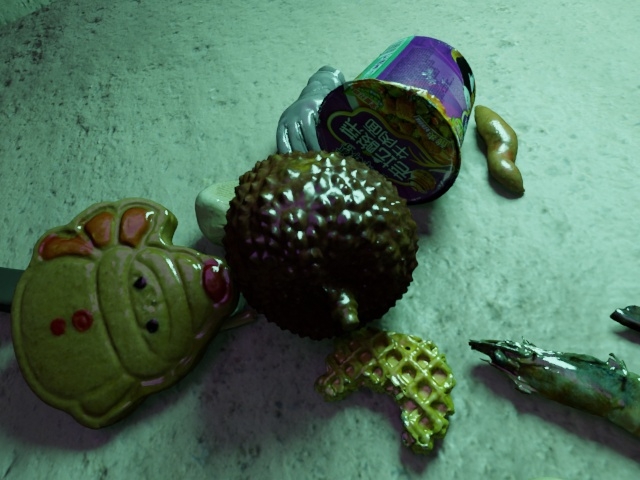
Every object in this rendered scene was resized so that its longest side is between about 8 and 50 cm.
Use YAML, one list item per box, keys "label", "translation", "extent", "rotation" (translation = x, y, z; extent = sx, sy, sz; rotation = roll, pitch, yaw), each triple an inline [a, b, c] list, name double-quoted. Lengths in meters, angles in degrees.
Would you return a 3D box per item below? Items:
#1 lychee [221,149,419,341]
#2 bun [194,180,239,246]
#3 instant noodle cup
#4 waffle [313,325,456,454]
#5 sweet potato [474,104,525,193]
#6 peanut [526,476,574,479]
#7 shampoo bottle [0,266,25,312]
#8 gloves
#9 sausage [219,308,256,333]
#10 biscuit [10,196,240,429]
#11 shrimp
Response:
- label: "lychee"
  translation: [0.000, 0.000, 0.617]
  extent: [0.275, 0.276, 0.304]
  rotation: [-26, 44, 2]
- label: "bun"
  translation: [-0.142, -0.042, 0.795]
  extent: [0.166, 0.113, 0.173]
  rotation: [-11, 28, -24]
- label: "instant noodle cup"
  translation: [0.144, -0.214, 0.740]
  extent: [0.251, 0.251, 0.190]
  rotation: [14, 55, 27]
- label: "waffle"
  translation: [0.089, 0.195, 0.595]
  extent: [0.194, 0.051, 0.149]
  rotation: [9, 60, 24]
- label: "sweet potato"
  translation: [0.313, -0.169, 0.753]
  extent: [0.058, 0.055, 0.202]
  rotation: [-38, 45, 41]
- label: "peanut"
  translation: [0.170, 0.372, 0.380]
  extent: [0.340, 0.158, 0.174]
  rotation: [-47, 16, -9]
- label: "shampoo bottle"
  translation: [-0.668, 0.105, 0.910]
  extent: [0.246, 0.080, 0.079]
  rotation: [3, 58, 22]
- label: "gloves"
  translation: [-0.024, -0.254, 0.913]
  extent: [0.142, 0.119, 0.286]
  rotation: [-20, 49, 46]
- label: "sausage"
  translation: [-0.163, 0.143, 0.736]
  extent: [0.116, 0.026, 0.026]
  rotation: [-19, 53, 7]
- label: "biscuit"
  translation: [-0.324, 0.108, 0.712]
  extent: [0.381, 0.074, 0.359]
  rotation: [-17, 83, 5]
- label: "shrimp"
  translation: [0.348, 0.142, 0.538]
  extent: [0.296, 0.058, 0.169]
  rotation: [18, 58, 25]
